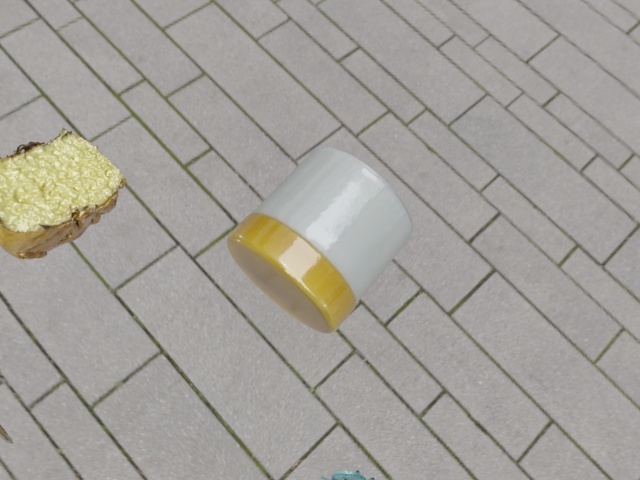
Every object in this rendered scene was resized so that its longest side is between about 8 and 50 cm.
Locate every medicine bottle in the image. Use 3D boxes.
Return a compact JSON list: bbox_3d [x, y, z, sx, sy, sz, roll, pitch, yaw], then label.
[{"bbox_3d":[0.000,0.000,1.002,0.238,0.238,0.232,39,71,10],"label":"medicine bottle"}]

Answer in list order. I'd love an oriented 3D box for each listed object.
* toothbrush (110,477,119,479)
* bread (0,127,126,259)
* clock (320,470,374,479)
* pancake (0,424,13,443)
[{"bbox_3d":[-0.129,0.183,0.260,0.017,0.014,0.162,34,40,-9],"label":"toothbrush"},{"bbox_3d":[-0.468,-0.064,0.987,0.160,0.147,0.260,43,38,-5],"label":"bread"},{"bbox_3d":[0.076,0.624,1.491,0.108,0.147,0.045,8,88,36],"label":"clock"},{"bbox_3d":[-0.549,0.302,0.971,0.115,0.115,0.011,40,61,10],"label":"pancake"}]
